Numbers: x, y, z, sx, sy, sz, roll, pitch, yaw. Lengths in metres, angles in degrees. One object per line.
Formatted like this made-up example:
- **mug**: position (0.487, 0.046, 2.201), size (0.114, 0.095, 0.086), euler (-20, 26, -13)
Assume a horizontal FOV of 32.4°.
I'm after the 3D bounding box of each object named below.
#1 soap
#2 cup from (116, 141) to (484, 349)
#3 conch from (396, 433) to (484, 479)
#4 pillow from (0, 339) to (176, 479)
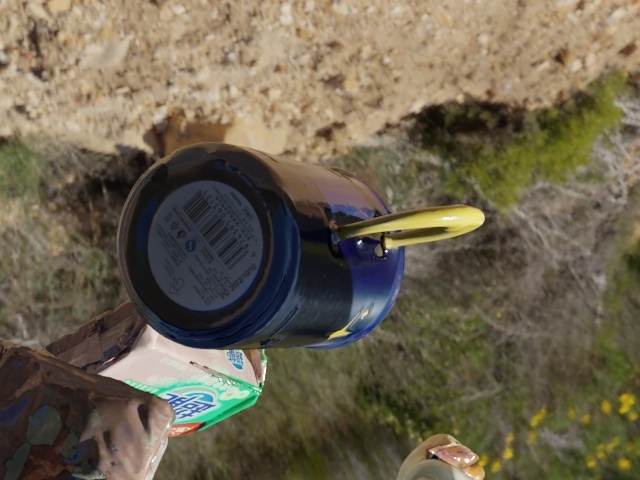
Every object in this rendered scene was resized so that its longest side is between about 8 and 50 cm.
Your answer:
- **soap**: position (-0.217, 0.169, 1.430), size (0.218, 0.098, 0.273), euler (-26, 150, 18)
- **cup**: position (-0.016, -0.014, 0.950), size (0.255, 0.178, 0.256), euler (-38, 165, 15)
- **conch**: position (0.180, 0.381, 1.633), size (0.127, 0.158, 0.255), euler (-27, 153, 13)
- **pillow**: position (-0.229, 0.132, 0.757), size (0.248, 0.135, 0.049), euler (17, 163, 16)
